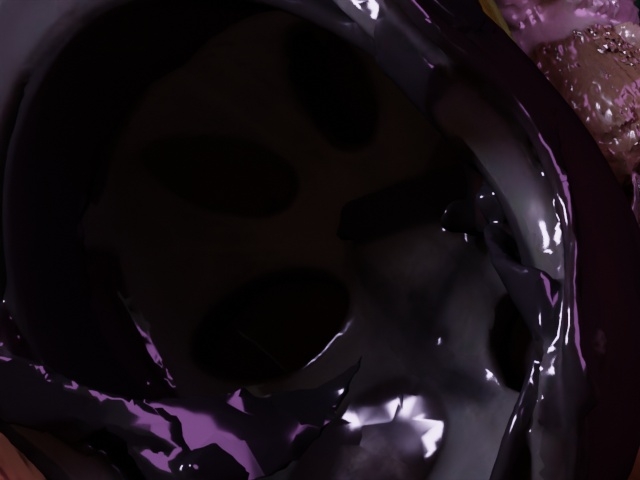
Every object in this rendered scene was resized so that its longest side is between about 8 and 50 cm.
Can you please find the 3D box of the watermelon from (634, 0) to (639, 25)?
[{"bbox_3d":[0.247,-0.193,1.054,0.292,0.222,0.319,44,36,-5],"label":"watermelon"}]

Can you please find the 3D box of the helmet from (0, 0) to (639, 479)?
[{"bbox_3d":[0.000,0.000,0.611,0.177,0.225,0.305,-10,70,-59],"label":"helmet"}]

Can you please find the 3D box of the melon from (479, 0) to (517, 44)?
[{"bbox_3d":[0.023,-0.076,0.808,0.169,0.129,0.265,54,17,-19],"label":"melon"}]

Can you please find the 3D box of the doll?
[{"bbox_3d":[0.150,-0.071,0.920,0.221,0.105,0.115,62,-3,27],"label":"doll"}]
